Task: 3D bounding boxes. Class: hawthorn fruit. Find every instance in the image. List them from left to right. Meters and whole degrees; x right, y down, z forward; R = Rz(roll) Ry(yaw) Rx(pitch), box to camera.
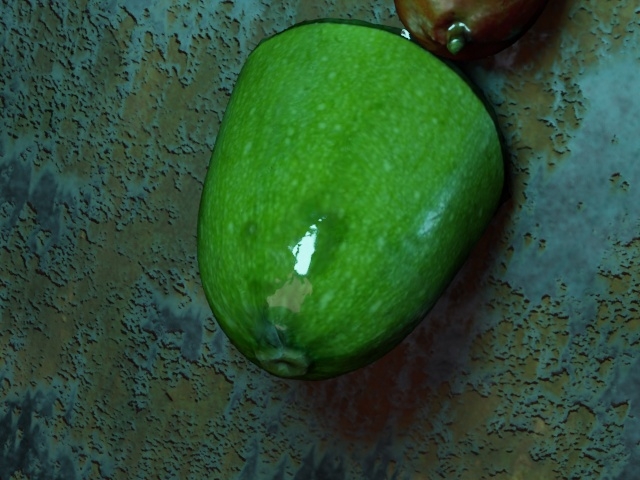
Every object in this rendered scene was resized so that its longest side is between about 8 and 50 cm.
[{"bbox_3d":[0.143,-0.250,1.862,0.169,0.188,0.169,10,131,11],"label":"hawthorn fruit"}]

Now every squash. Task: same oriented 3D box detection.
[{"bbox_3d":[-0.009,-0.017,1.898,0.310,0.309,0.310,13,126,19],"label":"squash"}]
